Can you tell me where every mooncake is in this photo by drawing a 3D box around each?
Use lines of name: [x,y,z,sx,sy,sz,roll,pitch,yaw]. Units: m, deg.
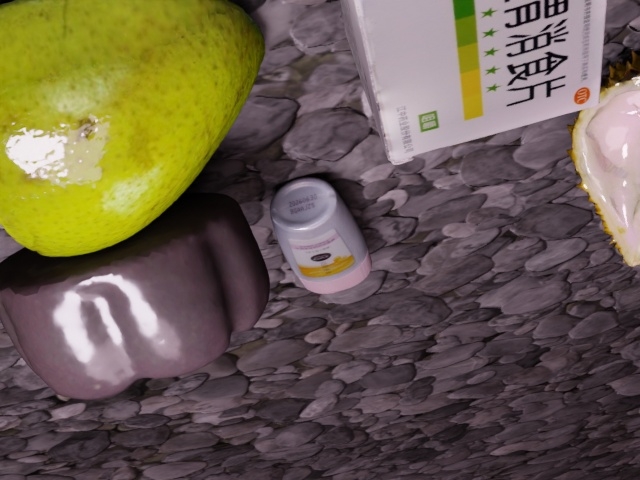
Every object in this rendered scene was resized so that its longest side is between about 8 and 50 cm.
mooncake: [-0.168,0.042,1.333,0.244,0.133,0.245,-17,-161,6]

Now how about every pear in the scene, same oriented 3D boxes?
pear: [-0.144,-0.090,1.174,0.239,0.139,0.288,-25,157,4]

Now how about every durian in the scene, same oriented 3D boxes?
durian: [0.340,-0.105,1.414,0.138,0.183,0.250,-44,170,-34]

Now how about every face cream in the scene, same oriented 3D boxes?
face cream: [0.000,0.000,1.532,0.084,0.057,0.198,-16,156,5]

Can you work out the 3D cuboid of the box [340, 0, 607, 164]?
box: [0.096,-0.201,1.033,0.173,0.145,0.333,-17,156,1]
